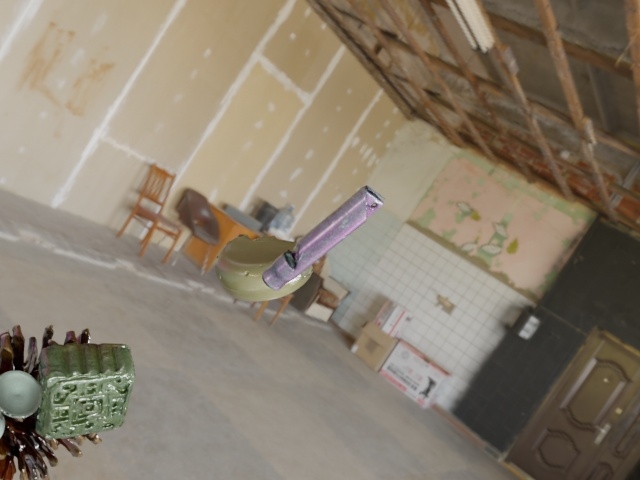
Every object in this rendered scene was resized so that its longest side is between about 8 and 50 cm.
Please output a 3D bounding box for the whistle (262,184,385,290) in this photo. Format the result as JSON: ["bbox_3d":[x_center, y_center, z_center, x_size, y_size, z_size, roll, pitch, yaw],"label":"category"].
[{"bbox_3d":[0.000,0.000,0.715,0.033,0.176,0.033,38,27,-24],"label":"whistle"}]

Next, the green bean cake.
[{"bbox_3d":[-0.460,0.295,1.226,0.173,0.181,0.094,4,31,-32],"label":"green bean cake"}]

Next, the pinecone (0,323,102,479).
[{"bbox_3d":[-0.612,0.342,1.405,0.384,0.384,0.384,33,3,-2],"label":"pinecone"}]

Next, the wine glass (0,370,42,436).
[{"bbox_3d":[-0.524,0.280,0.992,0.079,0.195,0.079,36,34,-30],"label":"wine glass"}]

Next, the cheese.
[{"bbox_3d":[-0.118,0.059,1.345,0.202,0.091,0.175,4,35,19],"label":"cheese"}]
